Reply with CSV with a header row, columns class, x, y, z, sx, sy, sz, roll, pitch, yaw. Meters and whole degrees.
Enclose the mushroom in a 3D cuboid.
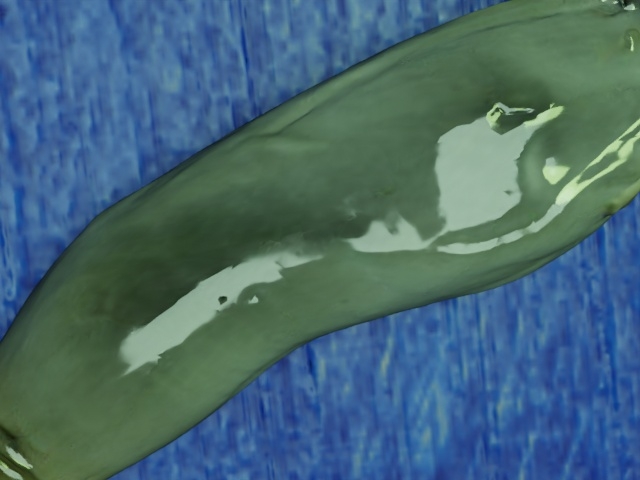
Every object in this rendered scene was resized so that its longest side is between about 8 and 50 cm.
class,x,y,z,sx,sy,sz,roll,pitch,yaw
mushroom,-0.002,-0.002,0.559,0.351,0.097,0.109,-28,92,1
